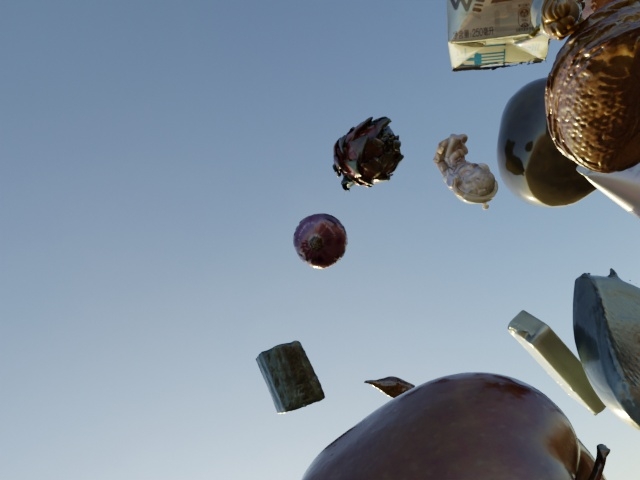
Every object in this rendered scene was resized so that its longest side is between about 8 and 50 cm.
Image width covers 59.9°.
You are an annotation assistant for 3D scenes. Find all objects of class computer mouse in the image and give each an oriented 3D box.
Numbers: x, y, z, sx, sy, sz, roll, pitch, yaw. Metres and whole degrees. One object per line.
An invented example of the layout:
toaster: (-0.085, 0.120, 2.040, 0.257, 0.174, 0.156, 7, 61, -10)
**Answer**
computer mouse: (0.589, 0.213, 1.078, 0.188, 0.370, 0.121, 17, -42, -9)

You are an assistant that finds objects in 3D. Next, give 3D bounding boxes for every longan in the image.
longan: (0.711, -0.297, 1.698, 0.336, 0.404, 0.404, -6, -47, -31)

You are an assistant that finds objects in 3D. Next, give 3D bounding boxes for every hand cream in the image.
hand cream: (0.646, -0.055, 1.012, 0.186, 0.359, 0.118, -33, -25, -40)

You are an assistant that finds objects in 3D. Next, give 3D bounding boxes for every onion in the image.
onion: (0.000, 0.000, 1.146, 0.115, 0.115, 0.104, -43, 5, 10)

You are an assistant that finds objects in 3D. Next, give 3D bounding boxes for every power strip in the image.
power strip: (0.526, 0.272, 1.210, 0.058, 0.098, 0.338, -46, -68, -2)

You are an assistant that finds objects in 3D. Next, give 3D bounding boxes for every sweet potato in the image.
sweet potato: (0.149, 0.319, 1.205, 0.117, 0.049, 0.049, 15, -55, -7)

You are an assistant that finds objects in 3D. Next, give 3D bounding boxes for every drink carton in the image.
drink carton: (0.349, -0.520, 1.105, 0.194, 0.324, 0.132, -2, -8, 15)

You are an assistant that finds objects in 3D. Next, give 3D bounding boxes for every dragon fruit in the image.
dragon fruit: (0.125, -0.223, 1.444, 0.189, 0.182, 0.182, -4, -23, 34)

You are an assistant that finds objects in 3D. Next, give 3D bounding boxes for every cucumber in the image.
cucumber: (-0.062, 0.242, 0.963, 0.062, 0.115, 0.116, -9, -23, -40)

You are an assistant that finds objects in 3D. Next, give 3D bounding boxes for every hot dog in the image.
hot dog: (0.443, -0.226, 0.824, 0.196, 0.122, 0.272, -21, -40, 0)

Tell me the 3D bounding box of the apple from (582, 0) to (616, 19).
apple: (0.853, -0.744, 1.527, 0.391, 0.391, 0.346, -37, -63, 1)

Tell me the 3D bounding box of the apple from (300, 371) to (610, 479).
apple: (0.124, 0.281, 0.501, 0.317, 0.288, 0.288, -27, -37, 14)

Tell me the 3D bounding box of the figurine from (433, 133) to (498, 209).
figurine: (0.446, -0.202, 1.677, 0.163, 0.236, 0.141, -16, -27, -23)

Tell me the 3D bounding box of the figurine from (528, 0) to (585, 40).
figurine: (0.335, -0.346, 0.770, 0.101, 0.068, 0.143, 8, -90, -46)
